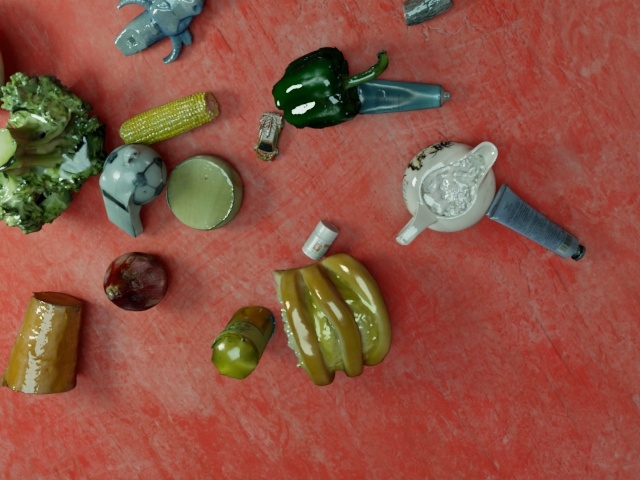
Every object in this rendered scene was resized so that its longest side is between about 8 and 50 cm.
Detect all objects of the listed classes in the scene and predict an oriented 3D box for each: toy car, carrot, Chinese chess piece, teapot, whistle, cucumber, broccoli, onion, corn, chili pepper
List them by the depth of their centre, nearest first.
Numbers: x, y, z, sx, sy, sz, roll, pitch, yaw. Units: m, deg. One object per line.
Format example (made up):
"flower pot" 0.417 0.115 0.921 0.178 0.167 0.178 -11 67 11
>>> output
"cucumber" 0.232 -0.518 1.671 0.112 0.064 0.064 -25 99 18
"chili pepper" 0.027 -0.350 1.694 0.261 0.165 0.174 -17 94 26
"teapot" 0.282 -0.104 1.728 0.208 0.166 0.299 36 98 -13
"whistle" -0.367 -0.514 1.759 0.269 0.093 0.180 -30 123 18
"broccoli" -0.679 -0.216 1.814 0.338 0.317 0.277 -37 82 -21
"toy car" -0.125 -0.247 1.818 0.059 0.035 0.122 14 105 2
"corn" -0.367 -0.289 1.826 0.248 0.081 0.081 -17 102 14
"whistle" -0.448 -0.141 1.840 0.163 0.289 0.163 3 64 -6
"Chinese chess piece" -0.283 -0.118 1.861 0.188 0.083 0.188 3 104 12
"onion" -0.475 0.109 1.895 0.159 0.195 0.159 3 99 18
"carrot" -0.726 0.263 2.000 0.196 0.196 0.254 13 98 6

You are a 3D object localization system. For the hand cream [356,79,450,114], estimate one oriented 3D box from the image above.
"hand cream" 0.186 -0.333 1.740 0.224 0.048 0.083 2 105 15

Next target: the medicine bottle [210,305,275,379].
"medicine bottle" -0.191 0.249 1.859 0.124 0.239 0.124 2 103 7

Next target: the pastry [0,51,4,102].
"pastry" -0.855 -0.414 1.811 0.265 0.133 0.264 19 115 49

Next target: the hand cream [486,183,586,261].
"hand cream" 0.498 -0.032 1.732 0.256 0.055 0.088 30 88 -14

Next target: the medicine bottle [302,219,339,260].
"medicine bottle" 0.000 0.000 1.852 0.057 0.057 0.089 34 107 0

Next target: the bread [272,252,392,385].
"bread" 0.035 0.198 1.814 0.270 0.211 0.315 -11 111 13
